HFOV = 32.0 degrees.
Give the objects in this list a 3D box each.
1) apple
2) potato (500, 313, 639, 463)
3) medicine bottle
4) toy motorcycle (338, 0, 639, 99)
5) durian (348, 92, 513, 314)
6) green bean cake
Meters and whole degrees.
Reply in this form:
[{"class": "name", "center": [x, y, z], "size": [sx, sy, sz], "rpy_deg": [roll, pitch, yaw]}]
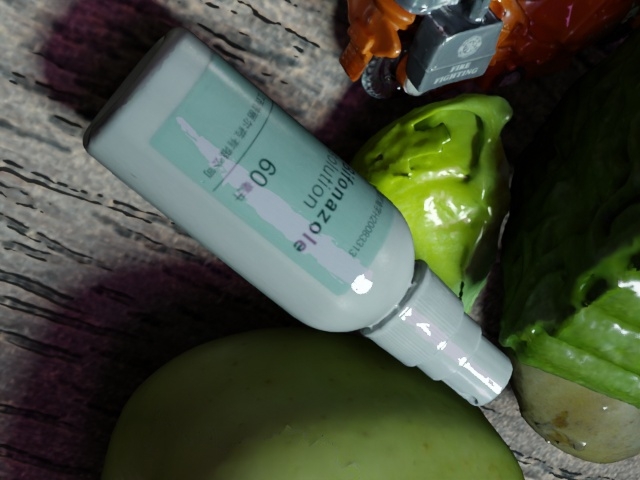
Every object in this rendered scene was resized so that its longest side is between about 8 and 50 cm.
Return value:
[{"class": "apple", "center": [-0.007, 0.241, 0.877], "size": [0.357, 0.357, 0.357], "rpy_deg": [-14, 125, -21]}, {"class": "potato", "center": [0.254, 0.104, 1.060], "size": [0.165, 0.165, 0.262], "rpy_deg": [-18, 122, -18]}, {"class": "medicine bottle", "center": [0.000, 0.000, 0.799], "size": [0.352, 0.110, 0.110], "rpy_deg": [39, 97, -16]}, {"class": "toy motorcycle", "center": [0.170, -0.205, 0.831], "size": [0.326, 0.147, 0.221], "rpy_deg": [-18, 149, -26]}, {"class": "durian", "center": [0.077, -0.015, 0.900], "size": [0.139, 0.101, 0.250], "rpy_deg": [7, 123, 4]}, {"class": "green bean cake", "center": [0.253, -0.031, 0.828], "size": [0.156, 0.247, 0.250], "rpy_deg": [24, 139, -11]}]
